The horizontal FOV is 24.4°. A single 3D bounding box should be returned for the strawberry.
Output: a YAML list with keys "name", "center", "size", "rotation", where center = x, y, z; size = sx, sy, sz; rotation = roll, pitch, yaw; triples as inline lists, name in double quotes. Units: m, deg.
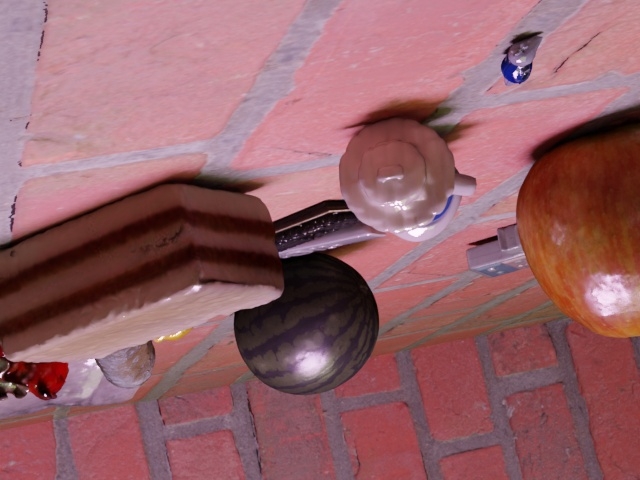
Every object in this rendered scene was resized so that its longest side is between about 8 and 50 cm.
- name: "strawberry"
  center: [-0.430, 0.125, 1.862]
  size: [0.253, 0.150, 0.280]
  rotation: [2, 177, 14]

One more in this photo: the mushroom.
- name: "mushroom"
  center: [-0.450, 0.188, 2.221]
  size: [0.397, 0.126, 0.177]
  rotation: [-8, 141, -34]

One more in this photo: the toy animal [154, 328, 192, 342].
- name: "toy animal"
  center: [-0.212, 0.109, 2.241]
  size: [0.070, 0.083, 0.159]
  rotation: [31, -173, 4]

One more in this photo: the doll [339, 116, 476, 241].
- name: "doll"
  center: [0.092, -0.061, 1.570]
  size: [0.138, 0.119, 0.293]
  rotation: [2, 178, 12]

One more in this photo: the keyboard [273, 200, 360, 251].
- name: "keyboard"
  center: [-0.074, 0.005, 1.949]
  size: [0.317, 0.027, 0.106]
  rotation: [-21, 168, 41]

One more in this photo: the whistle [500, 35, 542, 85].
- name: "whistle"
  center: [0.180, -0.161, 1.337]
  size: [0.033, 0.029, 0.083]
  rotation: [-27, 166, -12]

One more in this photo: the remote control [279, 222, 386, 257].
- name: "remote control"
  center: [0.000, 0.000, 2.026]
  size: [0.184, 0.027, 0.050]
  rotation: [-13, 170, 29]

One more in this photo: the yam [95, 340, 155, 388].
- name: "yam"
  center: [-0.286, 0.138, 2.103]
  size: [0.093, 0.093, 0.259]
  rotation: [-12, 159, -4]

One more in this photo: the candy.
- name: "candy"
  center: [-0.212, 0.039, 1.666]
  size: [0.321, 0.135, 0.179]
  rotation: [-21, 167, 33]

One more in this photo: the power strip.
- name: "power strip"
  center: [0.333, 0.001, 2.378]
  size: [0.216, 0.061, 0.145]
  rotation: [-18, 162, 27]

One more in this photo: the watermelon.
- name: "watermelon"
  center: [-0.019, 0.117, 2.129]
  size: [0.212, 0.212, 0.212]
  rotation: [-12, 170, -2]

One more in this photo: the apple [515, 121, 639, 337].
- name: "apple"
  center: [0.382, -0.008, 1.807]
  size: [0.277, 0.250, 0.309]
  rotation: [-22, 169, 42]
